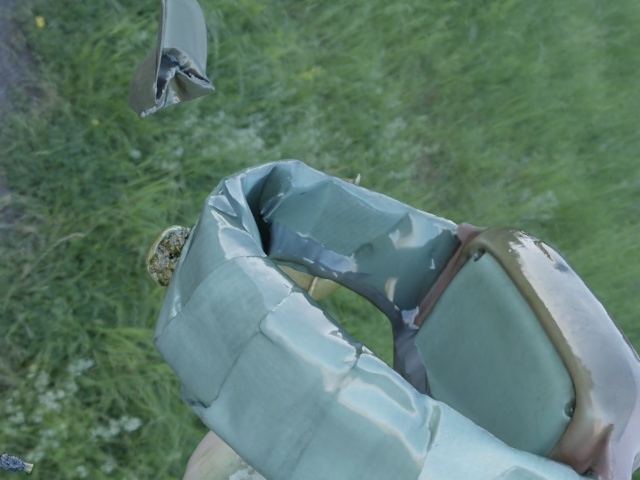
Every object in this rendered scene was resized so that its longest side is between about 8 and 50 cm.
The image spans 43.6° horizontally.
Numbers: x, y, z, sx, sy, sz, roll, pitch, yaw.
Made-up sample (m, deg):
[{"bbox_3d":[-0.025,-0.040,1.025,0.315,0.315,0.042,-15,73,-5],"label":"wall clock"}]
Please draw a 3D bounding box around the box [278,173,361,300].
[{"bbox_3d":[0.000,0.000,0.932,0.111,0.111,0.177,52,48,-41],"label":"box"}]

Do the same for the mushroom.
[{"bbox_3d":[-0.133,0.464,1.497,0.234,0.254,0.260,47,56,-13],"label":"mushroom"}]

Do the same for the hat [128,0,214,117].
[{"bbox_3d":[-0.253,-0.292,1.248,0.166,0.144,0.173,-34,109,-64],"label":"hat"}]

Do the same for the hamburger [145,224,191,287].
[{"bbox_3d":[-0.316,0.058,1.799,0.159,0.131,0.185,2,105,-68],"label":"hamburger"}]

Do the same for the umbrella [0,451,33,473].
[{"bbox_3d":[-0.726,0.499,1.812,0.143,0.037,0.040,23,48,-26],"label":"umbrella"}]

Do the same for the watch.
[{"bbox_3d":[0.032,0.057,0.463,0.241,0.162,0.253,16,29,-26],"label":"watch"}]
